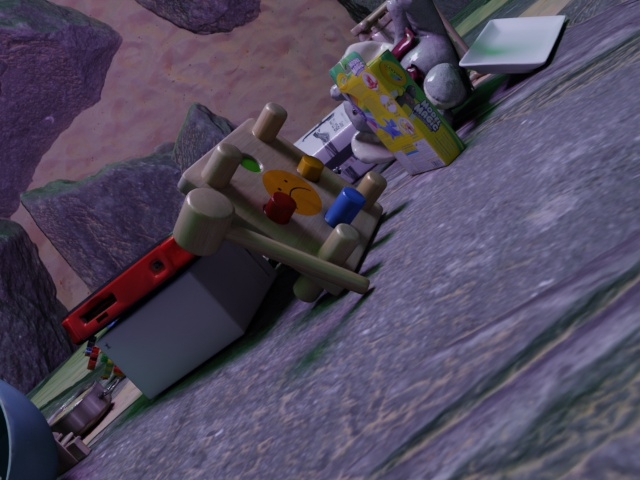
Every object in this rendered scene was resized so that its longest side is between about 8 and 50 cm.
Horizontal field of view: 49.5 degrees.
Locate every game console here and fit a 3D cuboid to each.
[{"bbox_3d":[-0.238,0.014,1.171,0.387,0.060,0.342,-32,8,34],"label":"game console"}]

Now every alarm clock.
[{"bbox_3d":[-0.450,0.323,1.334,0.192,0.064,0.129,-39,10,20],"label":"alarm clock"}]

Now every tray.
[{"bbox_3d":[0.351,-0.352,1.252,0.145,0.030,0.270,6,34,24],"label":"tray"}]

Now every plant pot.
[{"bbox_3d":[-0.514,0.344,1.044,0.290,0.290,0.195,-40,-26,4],"label":"plant pot"}]

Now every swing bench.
[{"bbox_3d":[0.212,-0.426,1.554,0.165,0.253,0.254,-39,12,8],"label":"swing bench"}]

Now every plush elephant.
[{"bbox_3d":[0.135,-0.294,1.304,0.256,0.271,0.330,-23,-12,19],"label":"plush elephant"}]

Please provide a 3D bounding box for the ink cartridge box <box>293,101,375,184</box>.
[{"bbox_3d":[0.023,-0.190,1.567,0.273,0.114,0.197,-38,21,9],"label":"ink cartridge box"}]

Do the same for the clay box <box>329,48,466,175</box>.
[{"bbox_3d":[0.116,-0.207,1.090,0.053,0.222,0.127,-44,12,-16],"label":"clay box"}]

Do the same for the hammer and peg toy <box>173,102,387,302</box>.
[{"bbox_3d":[-0.052,-0.030,0.934,0.127,0.266,0.361,-55,3,32],"label":"hammer and peg toy"}]

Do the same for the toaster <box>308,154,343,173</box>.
[{"bbox_3d":[-0.065,-0.096,1.396,0.227,0.129,0.146,-22,-6,9],"label":"toaster"}]

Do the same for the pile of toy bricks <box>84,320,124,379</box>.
[{"bbox_3d":[-0.484,0.271,1.609,0.212,0.118,0.105,-112,39,-69],"label":"pile of toy bricks"}]

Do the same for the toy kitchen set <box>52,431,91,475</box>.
[{"bbox_3d":[-0.432,0.341,1.191,0.083,0.068,0.075,-36,12,22],"label":"toy kitchen set"}]

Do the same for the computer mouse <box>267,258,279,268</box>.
[{"bbox_3d":[-0.053,0.000,1.253,0.106,0.042,0.193,-43,-8,-43],"label":"computer mouse"}]

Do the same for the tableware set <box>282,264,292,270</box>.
[{"bbox_3d":[0.000,0.000,1.203,0.141,0.020,0.169,-43,11,-15],"label":"tableware set"}]

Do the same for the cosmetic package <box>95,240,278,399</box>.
[{"bbox_3d":[-0.217,0.113,1.179,0.224,0.138,0.224,-36,10,22],"label":"cosmetic package"}]
